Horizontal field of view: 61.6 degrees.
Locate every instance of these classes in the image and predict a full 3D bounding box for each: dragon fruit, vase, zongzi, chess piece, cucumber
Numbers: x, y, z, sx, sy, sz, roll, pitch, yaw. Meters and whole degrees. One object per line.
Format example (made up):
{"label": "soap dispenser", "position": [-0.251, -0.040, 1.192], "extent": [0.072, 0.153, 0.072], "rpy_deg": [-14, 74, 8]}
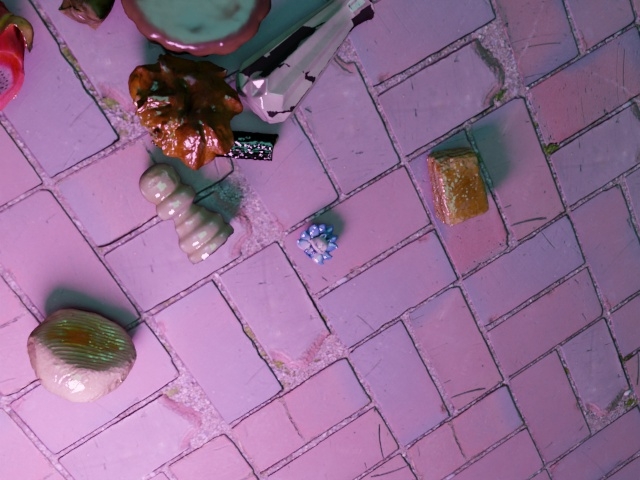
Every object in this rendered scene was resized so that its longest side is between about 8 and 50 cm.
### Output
{"label": "dragon fruit", "position": [-0.693, -0.356, 1.021], "extent": [0.189, 0.290, 0.291], "rpy_deg": [39, 91, 1]}
{"label": "vase", "position": [-0.034, -0.443, 1.255], "extent": [0.360, 0.165, 0.165], "rpy_deg": [-47, 110, -4]}
{"label": "zongzi", "position": [-0.447, -0.543, 1.089], "extent": [0.094, 0.204, 0.205], "rpy_deg": [17, 98, -36]}
{"label": "chess piece", "position": [-0.331, -0.074, 1.281], "extent": [0.133, 0.133, 0.243], "rpy_deg": [-39, 106, -3]}
{"label": "cucumber", "position": [-0.249, -0.234, 1.285], "extent": [0.299, 0.072, 0.072], "rpy_deg": [3, 103, -12]}

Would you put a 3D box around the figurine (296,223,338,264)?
{"label": "figurine", "position": [0.000, 0.000, 1.406], "extent": [0.114, 0.079, 0.115], "rpy_deg": [-2, 100, -9]}

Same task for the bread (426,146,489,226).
{"label": "bread", "position": [0.372, -0.150, 1.458], "extent": [0.138, 0.102, 0.197], "rpy_deg": [-16, 106, -13]}

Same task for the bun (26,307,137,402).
{"label": "bun", "position": [-0.563, 0.277, 1.269], "extent": [0.243, 0.244, 0.153], "rpy_deg": [27, 119, -19]}

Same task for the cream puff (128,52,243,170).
{"label": "cream puff", "position": [-0.302, -0.295, 1.186], "extent": [0.268, 0.155, 0.241], "rpy_deg": [26, 71, -7]}

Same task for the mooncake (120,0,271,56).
{"label": "mooncake", "position": [-0.265, -0.552, 1.144], "extent": [0.323, 0.187, 0.324], "rpy_deg": [-3, 105, -13]}
